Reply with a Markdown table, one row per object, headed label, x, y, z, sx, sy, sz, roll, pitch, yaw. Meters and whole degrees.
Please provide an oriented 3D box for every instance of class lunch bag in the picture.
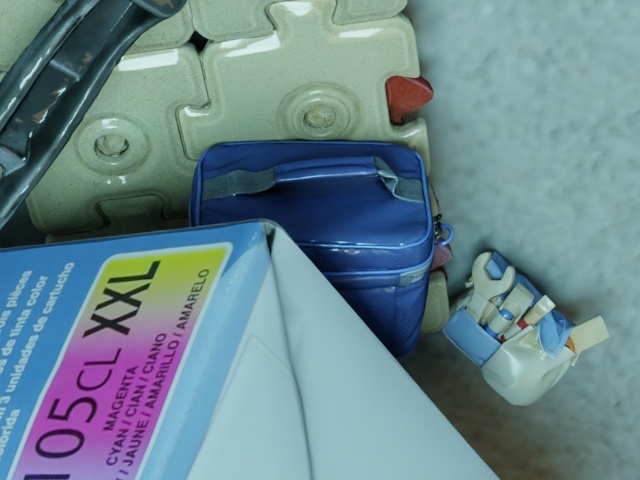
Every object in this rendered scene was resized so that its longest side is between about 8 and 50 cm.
| label | x | y | z | sx | sy | sz | roll | pitch | yaw |
| --- | --- | --- | --- | --- | --- | --- | --- | --- | --- |
| lunch bag | 0.000 | 0.000 | 0.672 | 0.098 | 0.067 | 0.065 | -1 | 130 | -3 |

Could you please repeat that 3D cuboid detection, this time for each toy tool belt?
| label | x | y | z | sx | sy | sz | roll | pitch | yaw |
| --- | --- | --- | --- | --- | --- | --- | --- | --- | --- |
| toy tool belt | 0.080 | 0.027 | 0.782 | 0.083 | 0.052 | 0.051 | 42 | 112 | -3 |

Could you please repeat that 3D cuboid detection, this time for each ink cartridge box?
| label | x | y | z | sx | sy | sz | roll | pitch | yaw |
| --- | --- | --- | --- | --- | --- | --- | --- | --- | --- |
| ink cartridge box | -0.123 | 0.140 | 0.730 | 0.395 | 0.151 | 0.270 | -4 | 140 | 38 |

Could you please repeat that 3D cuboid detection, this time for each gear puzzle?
| label | x | y | z | sx | sy | sz | roll | pitch | yaw |
| --- | --- | --- | --- | --- | --- | --- | --- | --- | --- |
| gear puzzle | -0.051 | -0.089 | 0.669 | 0.175 | 0.044 | 0.339 | -8 | 130 | 3 |

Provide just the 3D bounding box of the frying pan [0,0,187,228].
| label | x | y | z | sx | sy | sz | roll | pitch | yaw |
| --- | --- | --- | --- | --- | --- | --- | --- | --- | --- |
| frying pan | -0.047 | -0.138 | 0.566 | 0.326 | 0.053 | 0.197 | -35 | 119 | 2 |
